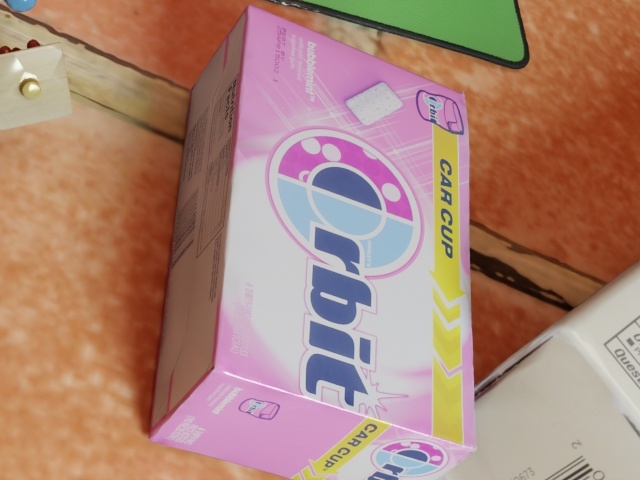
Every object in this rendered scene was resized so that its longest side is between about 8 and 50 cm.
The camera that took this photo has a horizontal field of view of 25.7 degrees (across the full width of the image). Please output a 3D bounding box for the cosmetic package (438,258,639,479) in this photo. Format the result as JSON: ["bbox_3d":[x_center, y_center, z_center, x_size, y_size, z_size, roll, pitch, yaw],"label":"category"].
[{"bbox_3d":[0.205,0.060,0.625,0.309,0.113,0.160,-27,77,-43],"label":"cosmetic package"}]

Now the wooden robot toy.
[{"bbox_3d":[-0.180,-0.083,0.524,0.173,0.076,0.079,11,19,-27],"label":"wooden robot toy"}]

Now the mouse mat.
[{"bbox_3d":[0.022,-0.168,0.740,0.189,0.007,0.153,11,54,-25],"label":"mouse mat"}]

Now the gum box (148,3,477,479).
[{"bbox_3d":[0.000,0.000,0.567,0.107,0.062,0.188,19,51,-21],"label":"gum box"}]
